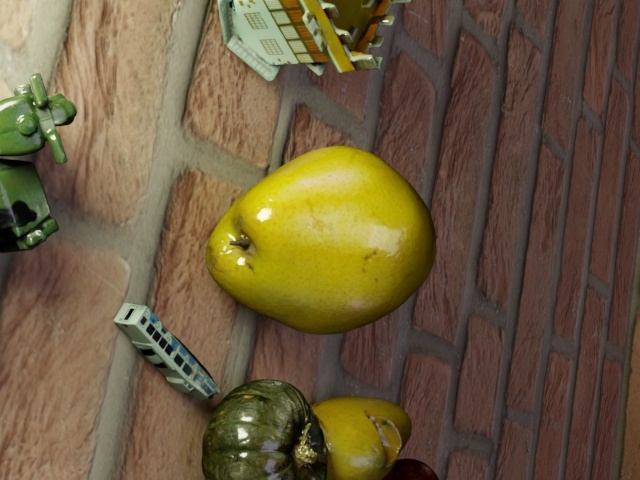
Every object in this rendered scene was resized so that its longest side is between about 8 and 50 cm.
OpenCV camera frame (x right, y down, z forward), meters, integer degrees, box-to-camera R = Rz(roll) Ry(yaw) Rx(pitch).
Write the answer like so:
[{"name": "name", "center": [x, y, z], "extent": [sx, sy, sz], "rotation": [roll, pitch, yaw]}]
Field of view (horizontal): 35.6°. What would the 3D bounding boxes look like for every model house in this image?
[{"name": "model house", "center": [-0.009, -0.367, 1.438], "extent": [0.198, 0.215, 0.224], "rotation": [58, 46, -45]}]

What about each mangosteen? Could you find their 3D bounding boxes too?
[{"name": "mangosteen", "center": [0.170, 0.484, 1.785], "extent": [0.145, 0.181, 0.156], "rotation": [-53, 172, 30]}]

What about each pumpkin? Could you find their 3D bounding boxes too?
[{"name": "pumpkin", "center": [-0.076, 0.311, 1.426], "extent": [0.224, 0.157, 0.223], "rotation": [28, 58, -59]}]

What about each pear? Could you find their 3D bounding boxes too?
[{"name": "pear", "center": [0.005, 0.012, 1.443], "extent": [0.336, 0.285, 0.284], "rotation": [-33, 119, -33]}]

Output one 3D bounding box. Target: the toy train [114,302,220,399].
[{"name": "toy train", "center": [-0.200, 0.157, 1.333], "extent": [0.207, 0.043, 0.047], "rotation": [56, 50, -41]}]

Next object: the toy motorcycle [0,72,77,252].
[{"name": "toy motorcycle", "center": [-0.347, -0.050, 1.033], "extent": [0.275, 0.127, 0.205], "rotation": [-35, 117, -46]}]

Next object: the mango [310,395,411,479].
[{"name": "mango", "center": [0.053, 0.325, 1.627], "extent": [0.262, 0.167, 0.130], "rotation": [-21, 123, -57]}]
